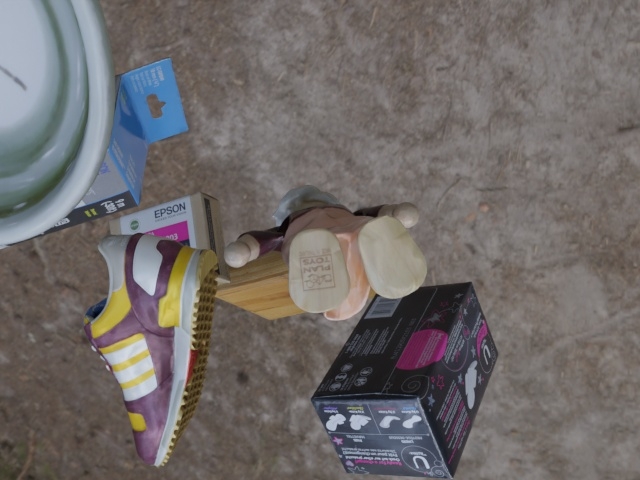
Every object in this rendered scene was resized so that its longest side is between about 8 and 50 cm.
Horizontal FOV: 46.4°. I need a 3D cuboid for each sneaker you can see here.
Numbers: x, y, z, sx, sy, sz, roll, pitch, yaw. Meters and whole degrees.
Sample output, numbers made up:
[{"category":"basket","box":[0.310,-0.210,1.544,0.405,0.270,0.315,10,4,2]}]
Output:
[{"category":"sneaker","box":[-0.127,0.078,0.537,0.084,0.069,0.185,15,114,3]}]

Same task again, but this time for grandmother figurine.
[{"category":"grandmother figurine","box":[0.000,0.000,0.807,0.208,0.342,0.104,-2,98,-5]}]

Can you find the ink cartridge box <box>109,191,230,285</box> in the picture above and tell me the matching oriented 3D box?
[{"category":"ink cartridge box","box":[-0.324,0.022,1.597,0.235,0.088,0.193,-16,74,17]}]

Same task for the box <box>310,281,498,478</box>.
[{"category":"box","box":[0.124,0.187,1.025,0.163,0.247,0.142,-9,116,33]}]

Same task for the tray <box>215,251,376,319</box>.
[{"category":"tray","box":[-0.031,0.088,1.662,0.411,0.076,0.203,-17,148,37]}]

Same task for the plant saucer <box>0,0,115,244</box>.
[{"category":"plant saucer","box":[-0.354,-0.193,0.718,0.401,0.100,0.400,9,117,17]}]

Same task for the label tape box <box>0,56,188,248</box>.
[{"category":"label tape box","box":[-0.343,-0.112,1.049,0.334,0.105,0.240,-18,167,-9]}]
